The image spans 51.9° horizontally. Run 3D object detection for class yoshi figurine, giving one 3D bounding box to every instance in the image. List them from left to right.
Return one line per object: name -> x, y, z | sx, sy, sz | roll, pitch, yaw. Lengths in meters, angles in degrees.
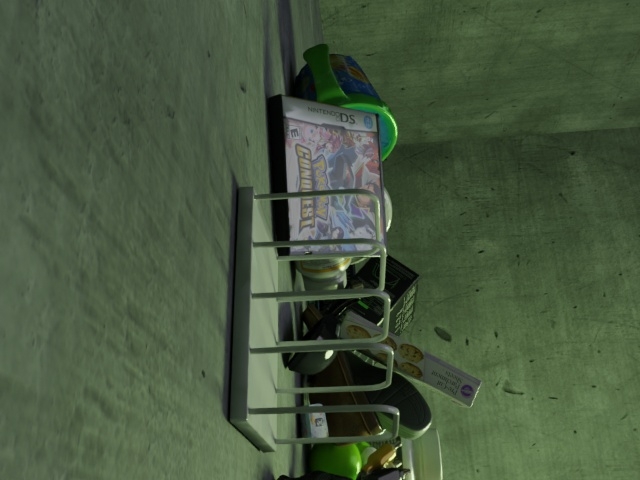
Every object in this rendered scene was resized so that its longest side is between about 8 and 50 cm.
yoshi figurine -> 0.077, 0.537, 1.322 | 0.203, 0.204, 0.362 | 93, -26, -64

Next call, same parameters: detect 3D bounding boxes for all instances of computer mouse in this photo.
computer mouse -> 0.027, 0.159, 1.196 | 0.184, 0.060, 0.262 | -50, 179, 5

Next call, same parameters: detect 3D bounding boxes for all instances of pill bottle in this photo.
pill bottle -> 0.000, 0.000, 1.278 | 0.117, 0.118, 0.208 | -86, 171, -60
pill bottle -> 0.136, 0.519, 1.544 | 0.161, 0.283, 0.161 | -4, 90, -85

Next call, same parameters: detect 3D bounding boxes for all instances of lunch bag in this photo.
lunch bag -> -0.014, 0.346, 1.239 | 0.083, 0.053, 0.071 | 64, 17, -70

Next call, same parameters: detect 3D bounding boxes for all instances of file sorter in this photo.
file sorter -> -0.002, 0.096, 0.800 | 0.193, 0.173, 0.277 | 79, 8, -63

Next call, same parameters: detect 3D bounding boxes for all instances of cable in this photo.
cable -> 0.061, 0.452, 1.166 | 0.072, 0.287, 0.139 | -16, -102, 50

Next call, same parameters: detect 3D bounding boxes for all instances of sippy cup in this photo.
sippy cup -> 0.038, -0.301, 1.510 | 0.305, 0.240, 0.224 | 118, -33, -47

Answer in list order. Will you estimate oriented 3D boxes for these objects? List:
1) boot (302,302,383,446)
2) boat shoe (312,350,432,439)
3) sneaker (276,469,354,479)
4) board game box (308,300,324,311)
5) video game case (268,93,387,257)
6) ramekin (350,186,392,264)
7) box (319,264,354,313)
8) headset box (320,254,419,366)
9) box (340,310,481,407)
boot -> 0.010, 0.269, 1.339 | 0.305, 0.115, 0.112 | 65, 3, 29
boat shoe -> 0.102, 0.340, 1.430 | 0.118, 0.320, 0.103 | -28, 129, -41
sneaker -> -0.028, 0.402, 0.876 | 0.227, 0.130, 0.087 | -49, 149, -43
board game box -> -0.013, 0.109, 1.634 | 0.186, 0.026, 0.126 | 7, 79, -85
video game case -> 0.020, -0.105, 1.161 | 0.248, 0.035, 0.274 | 0, 85, -44
ramekin -> 0.043, -0.044, 1.377 | 0.109, 0.207, 0.207 | -70, 158, -56
box -> 0.048, 0.138, 1.883 | 0.153, 0.108, 0.207 | 77, 10, -62
headset box -> 0.111, 0.208, 1.662 | 0.283, 0.131, 0.246 | -47, 155, -21
box -> 0.186, 0.258, 1.423 | 0.067, 0.324, 0.063 | -61, 178, -15
